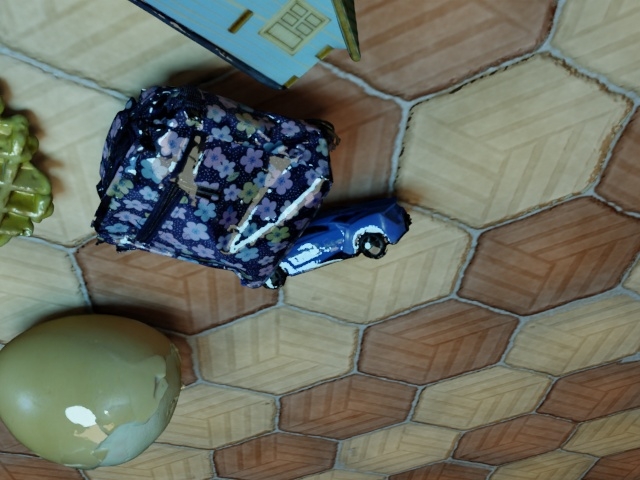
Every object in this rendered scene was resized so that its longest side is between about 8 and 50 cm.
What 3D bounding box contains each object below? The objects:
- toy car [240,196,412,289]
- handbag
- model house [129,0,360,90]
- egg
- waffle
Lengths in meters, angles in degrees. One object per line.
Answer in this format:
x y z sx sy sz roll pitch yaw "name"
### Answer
0.000 0.000 0.821 0.216 0.103 0.063 -17 102 14 "toy car"
-0.113 -0.054 0.696 0.208 0.126 0.228 19 135 -21 "handbag"
-0.045 -0.246 0.419 0.271 0.178 0.206 27 136 -33 "model house"
-0.304 0.192 0.920 0.245 0.201 0.201 15 138 -7 "egg"
-0.398 -0.066 0.687 0.253 0.056 0.249 -6 142 -1 "waffle"
